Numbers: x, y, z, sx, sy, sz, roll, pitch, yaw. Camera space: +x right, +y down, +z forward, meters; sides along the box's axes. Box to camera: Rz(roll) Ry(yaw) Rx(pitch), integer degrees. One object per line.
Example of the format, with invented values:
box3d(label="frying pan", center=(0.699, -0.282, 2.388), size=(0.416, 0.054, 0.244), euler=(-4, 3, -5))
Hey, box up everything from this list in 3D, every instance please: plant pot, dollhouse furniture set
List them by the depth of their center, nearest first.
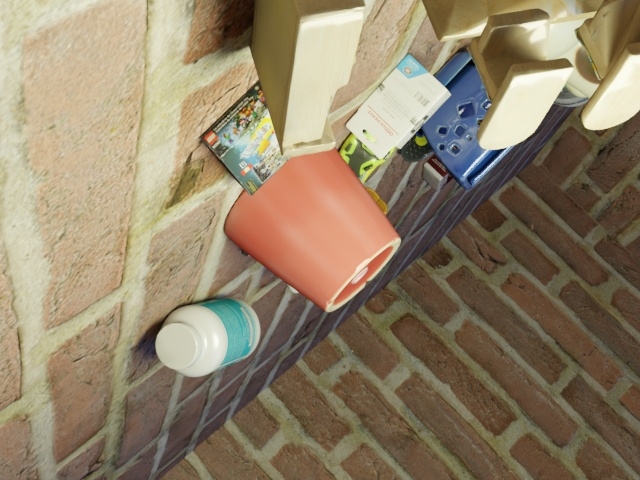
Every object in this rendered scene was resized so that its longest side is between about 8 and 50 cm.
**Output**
box3d(label="dollhouse furniture set", center=(0.133, -0.263, 1.006), size=(0.394, 0.362, 0.256), euler=(-12, 157, -13))
box3d(label="plant pot", center=(-0.002, -0.017, 1.603), size=(0.275, 0.243, 0.275), euler=(-41, 167, -11))
box3d(label="plant pot", center=(0.326, -0.271, 1.907), size=(0.236, 0.212, 0.236), euler=(-46, 167, 9))

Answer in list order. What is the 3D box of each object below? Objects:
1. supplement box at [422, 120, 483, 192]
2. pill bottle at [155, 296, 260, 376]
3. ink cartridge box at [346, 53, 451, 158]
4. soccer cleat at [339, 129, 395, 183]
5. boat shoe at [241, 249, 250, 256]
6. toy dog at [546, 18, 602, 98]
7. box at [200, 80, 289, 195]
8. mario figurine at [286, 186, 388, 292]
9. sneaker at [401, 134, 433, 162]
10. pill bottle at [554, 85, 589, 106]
box3d(label="supplement box", center=(0.410, -0.261, 2.552), size=(0.239, 0.073, 0.130), euler=(-44, 168, -5))
box3d(label="pill bottle", center=(-0.237, 0.200, 1.789), size=(0.146, 0.146, 0.264), euler=(-47, 168, 14))
box3d(label="ink cartridge box", center=(0.147, -0.250, 1.646), size=(0.180, 0.104, 0.060), euler=(-46, 169, 12))
box3d(label="soccer cleat", center=(0.069, -0.162, 1.789), size=(0.289, 0.093, 0.121), euler=(-56, -165, 27))
box3d(label="boat shoe", center=(-0.115, 0.006, 1.779), size=(0.125, 0.046, 0.038), euler=(-21, 154, -55))
box3d(label="toy dog", center=(0.474, -0.400, 1.652), size=(0.408, 0.395, 0.284), euler=(13, 144, -37))
box3d(label="box", center=(-0.085, -0.163, 1.314), size=(0.159, 0.044, 0.233), euler=(-44, 168, -3))
box3d(label="mario figurine", center=(0.000, 0.000, 1.952), size=(0.198, 0.170, 0.320), euler=(-17, 161, -44))
box3d(label="sneaker", center=(0.285, -0.270, 2.120), size=(0.209, 0.069, 0.082), euler=(-47, 171, 13))
box3d(label="pill bottle", center=(0.650, -0.470, 2.276), size=(0.204, 0.204, 0.361), euler=(-47, 164, 12))
